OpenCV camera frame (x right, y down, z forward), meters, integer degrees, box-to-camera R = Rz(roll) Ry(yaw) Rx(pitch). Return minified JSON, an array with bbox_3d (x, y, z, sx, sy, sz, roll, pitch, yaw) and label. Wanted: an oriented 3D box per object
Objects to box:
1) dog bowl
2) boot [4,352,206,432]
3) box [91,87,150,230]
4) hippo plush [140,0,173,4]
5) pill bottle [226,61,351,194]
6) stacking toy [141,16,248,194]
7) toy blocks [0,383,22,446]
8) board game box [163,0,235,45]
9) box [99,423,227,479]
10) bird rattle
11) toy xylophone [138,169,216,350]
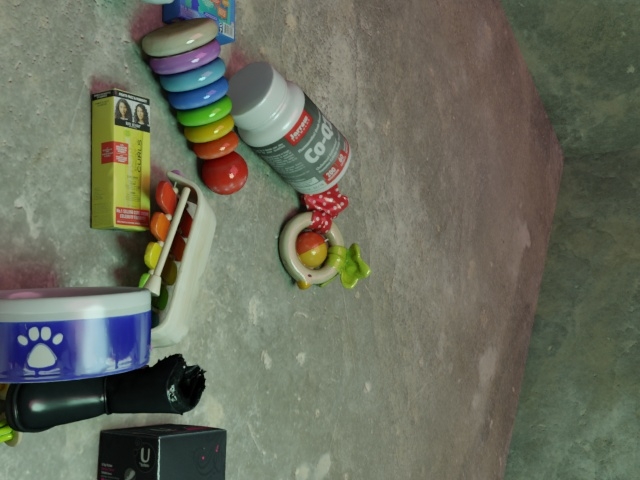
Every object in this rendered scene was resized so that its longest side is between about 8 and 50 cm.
[{"bbox_3d":[-0.367,0.122,1.054,0.265,0.265,0.104,-1,90,-55],"label":"dog bowl"},{"bbox_3d":[-0.305,0.222,1.137,0.246,0.207,0.094,11,72,-70],"label":"boot"},{"bbox_3d":[-0.338,-0.132,1.304,0.087,0.058,0.232,8,80,-56],"label":"box"},{"bbox_3d":[-0.340,-0.506,1.271,0.294,0.234,0.236,59,-7,40],"label":"hippo plush"},{"bbox_3d":[-0.071,-0.232,1.611,0.283,0.161,0.161,41,54,-45],"label":"pill bottle"},{"bbox_3d":[-0.219,-0.239,1.448,0.141,0.141,0.330,-47,131,-47],"label":"stacking toy"},{"bbox_3d":[-0.490,0.246,1.046,0.148,0.054,0.123,-11,95,-55],"label":"toy blocks"},{"bbox_3d":[-0.234,-0.509,1.507,0.160,0.047,0.210,10,79,-54],"label":"board game box"},{"bbox_3d":[-0.262,0.449,1.273,0.165,0.143,0.270,11,76,-55],"label":"box"},{"bbox_3d":[0.000,0.000,1.727,0.207,0.143,0.253,-29,108,-35],"label":"bird rattle"},{"bbox_3d":[-0.257,0.028,1.309,0.236,0.081,0.323,83,19,-63],"label":"toy xylophone"}]
